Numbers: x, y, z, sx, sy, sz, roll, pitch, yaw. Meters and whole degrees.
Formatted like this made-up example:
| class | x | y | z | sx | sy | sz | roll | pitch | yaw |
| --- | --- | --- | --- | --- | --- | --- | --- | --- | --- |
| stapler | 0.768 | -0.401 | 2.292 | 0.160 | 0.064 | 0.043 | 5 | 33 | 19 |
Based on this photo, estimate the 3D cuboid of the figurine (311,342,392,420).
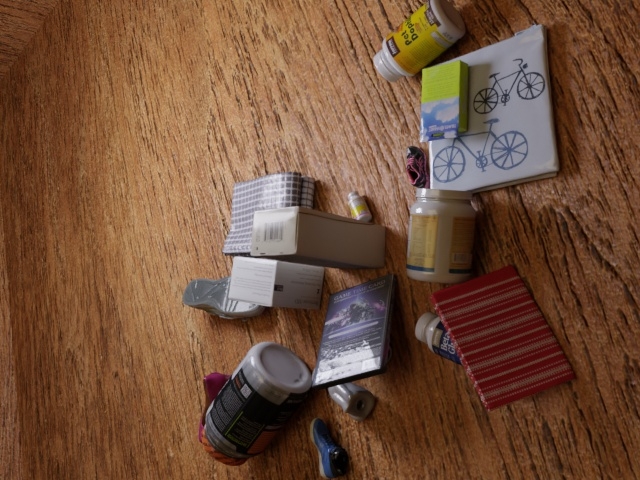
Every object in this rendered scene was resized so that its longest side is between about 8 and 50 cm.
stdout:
| class | x | y | z | sx | sy | sz | roll | pitch | yaw |
| --- | --- | --- | --- | --- | --- | --- | --- | --- | --- |
| figurine | 0.061 | 0.307 | 1.780 | 0.209 | 0.092 | 0.214 | 29 | 104 | 52 |

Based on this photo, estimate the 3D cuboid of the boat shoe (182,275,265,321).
| class | x | y | z | sx | sy | sz | roll | pitch | yaw |
| --- | --- | --- | --- | --- | --- | --- | --- | --- | --- |
| boat shoe | -0.272 | 0.176 | 2.120 | 0.320 | 0.103 | 0.118 | -2 | 62 | 38 |

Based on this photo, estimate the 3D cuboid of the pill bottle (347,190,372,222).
| class | x | y | z | sx | sy | sz | roll | pitch | yaw |
| --- | --- | --- | --- | --- | --- | --- | --- | --- | --- |
| pill bottle | 0.098 | -0.084 | 1.831 | 0.043 | 0.043 | 0.083 | -42 | 56 | 31 |

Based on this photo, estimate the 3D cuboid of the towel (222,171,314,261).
| class | x | y | z | sx | sy | sz | roll | pitch | yaw |
| --- | --- | --- | --- | --- | --- | --- | --- | --- | --- |
| towel | -0.151 | -0.062 | 2.016 | 0.284 | 0.121 | 0.235 | -7 | 77 | 43 |

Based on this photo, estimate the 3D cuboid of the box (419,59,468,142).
| class | x | y | z | sx | sy | sz | roll | pitch | yaw |
| --- | --- | --- | --- | --- | --- | --- | --- | --- | --- |
| box | 0.282 | -0.313 | 1.639 | 0.109 | 0.042 | 0.178 | -3 | 81 | 44 |

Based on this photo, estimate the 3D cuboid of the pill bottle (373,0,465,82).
| class | x | y | z | sx | sy | sz | roll | pitch | yaw |
| --- | --- | --- | --- | --- | --- | --- | --- | --- | --- |
| pill bottle | 0.232 | -0.475 | 1.718 | 0.215 | 0.117 | 0.117 | -35 | 60 | 35 |

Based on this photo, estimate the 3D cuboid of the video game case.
| class | x | y | z | sx | sy | sz | roll | pitch | yaw |
| --- | --- | --- | --- | --- | --- | --- | --- | --- | --- |
| video game case | 0.083 | 0.214 | 1.702 | 0.196 | 0.026 | 0.274 | -22 | 37 | 33 |

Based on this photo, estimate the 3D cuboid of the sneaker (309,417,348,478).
| class | x | y | z | sx | sy | sz | roll | pitch | yaw |
| --- | --- | --- | --- | --- | --- | --- | --- | --- | --- |
| sneaker | 0.026 | 0.513 | 1.783 | 0.085 | 0.058 | 0.152 | -27 | 69 | 45 |

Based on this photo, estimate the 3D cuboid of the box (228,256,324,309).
| class | x | y | z | sx | sy | sz | roll | pitch | yaw |
| --- | --- | --- | --- | --- | --- | --- | --- | --- | --- |
| box | -0.117 | 0.114 | 1.908 | 0.182 | 0.181 | 0.119 | 4 | 86 | 44 |

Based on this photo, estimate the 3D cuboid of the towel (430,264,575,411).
| class | x | y | z | sx | sy | sz | roll | pitch | yaw |
| --- | --- | --- | --- | --- | --- | --- | --- | --- | --- |
| towel | 0.364 | 0.191 | 1.456 | 0.199 | 0.031 | 0.274 | -19 | 62 | -7 |

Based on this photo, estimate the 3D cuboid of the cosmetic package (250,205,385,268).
| class | x | y | z | sx | sy | sz | roll | pitch | yaw |
| --- | --- | --- | --- | --- | --- | --- | --- | --- | --- |
| cosmetic package | 0.000 | 0.000 | 1.727 | 0.160 | 0.309 | 0.113 | -3 | 81 | 43 |

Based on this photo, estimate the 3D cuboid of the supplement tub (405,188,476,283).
| class | x | y | z | sx | sy | sz | roll | pitch | yaw |
| --- | --- | --- | --- | --- | --- | --- | --- | --- | --- |
| supplement tub | 0.265 | -0.011 | 1.572 | 0.144 | 0.144 | 0.199 | 7 | 94 | 45 |

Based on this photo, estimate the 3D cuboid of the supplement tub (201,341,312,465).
| class | x | y | z | sx | sy | sz | roll | pitch | yaw |
| --- | --- | --- | --- | --- | --- | --- | --- | --- | --- |
| supplement tub | -0.177 | 0.439 | 1.902 | 0.316 | 0.194 | 0.193 | -54 | 51 | 22 |

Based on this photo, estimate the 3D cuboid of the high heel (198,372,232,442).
| class | x | y | z | sx | sy | sz | roll | pitch | yaw |
| --- | --- | --- | --- | --- | --- | --- | --- | --- | --- |
| high heel | -0.333 | 0.493 | 2.096 | 0.082 | 0.117 | 0.244 | 44 | 113 | 39 |

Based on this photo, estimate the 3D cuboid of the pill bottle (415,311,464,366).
| class | x | y | z | sx | sy | sz | roll | pitch | yaw |
| --- | --- | --- | --- | --- | --- | --- | --- | --- | --- |
| pill bottle | 0.292 | 0.214 | 1.554 | 0.169 | 0.094 | 0.094 | 20 | 97 | 44 |

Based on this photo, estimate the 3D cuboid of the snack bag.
| class | x | y | z | sx | sy | sz | roll | pitch | yaw |
| --- | --- | --- | --- | --- | --- | --- | --- | --- | --- |
| snack bag | 0.370 | -0.279 | 1.607 | 0.323 | 0.037 | 0.342 | -12 | 75 | 42 |

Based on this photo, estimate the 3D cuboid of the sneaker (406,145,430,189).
| class | x | y | z | sx | sy | sz | roll | pitch | yaw |
| --- | --- | --- | --- | --- | --- | --- | --- | --- | --- |
| sneaker | 0.225 | -0.177 | 1.716 | 0.047 | 0.057 | 0.119 | -32 | 61 | 39 |
